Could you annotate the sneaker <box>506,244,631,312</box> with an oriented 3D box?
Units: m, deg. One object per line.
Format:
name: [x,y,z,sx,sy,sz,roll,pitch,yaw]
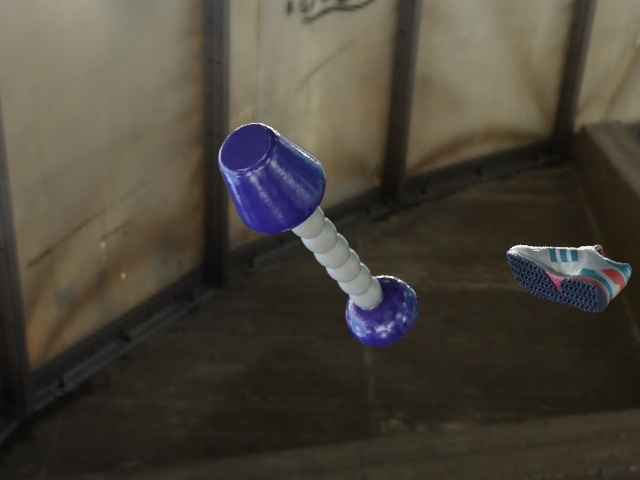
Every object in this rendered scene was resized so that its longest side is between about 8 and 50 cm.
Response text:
sneaker: [0.301,0.034,1.386,0.075,0.057,0.161,-35,-147,-25]

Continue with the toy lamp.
toy lamp: [0.000,0.000,0.952,0.080,0.275,0.080,-15,-128,20]
